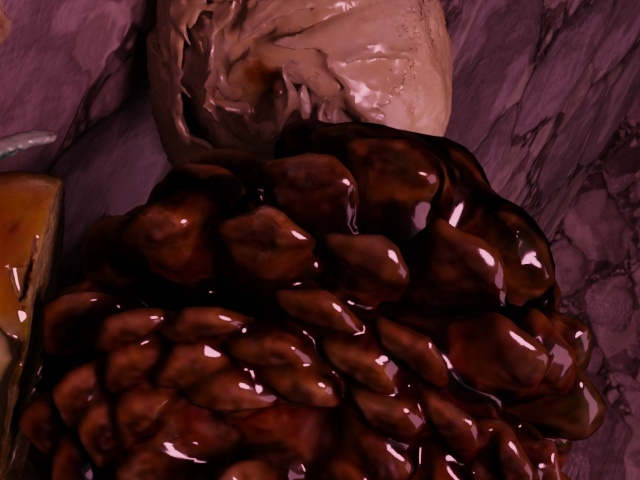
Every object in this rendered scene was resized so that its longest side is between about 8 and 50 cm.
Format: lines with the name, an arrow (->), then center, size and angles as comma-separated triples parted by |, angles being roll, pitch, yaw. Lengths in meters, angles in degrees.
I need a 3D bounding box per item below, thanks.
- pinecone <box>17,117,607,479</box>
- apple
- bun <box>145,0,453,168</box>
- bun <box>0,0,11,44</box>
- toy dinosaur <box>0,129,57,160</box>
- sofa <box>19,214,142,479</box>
pinecone -> 0.003, 0.106, 1.267 | 0.398, 0.397, 0.398 | -52, 161, -26
apple -> -0.259, 0.101, 1.252 | 0.254, 0.179, 0.346 | -18, 138, -35
bun -> -0.026, -0.118, 1.412 | 0.152, 0.259, 0.259 | -51, 163, -62
bun -> -0.227, -0.150, 1.125 | 0.055, 0.086, 0.086 | -27, 157, -4
toy dinosaur -> -0.305, -0.028, 0.862 | 0.383, 0.076, 0.129 | -17, 134, -16
sofa -> -0.171, 0.137, 1.524 | 0.258, 0.200, 0.182 | -45, 155, -44
